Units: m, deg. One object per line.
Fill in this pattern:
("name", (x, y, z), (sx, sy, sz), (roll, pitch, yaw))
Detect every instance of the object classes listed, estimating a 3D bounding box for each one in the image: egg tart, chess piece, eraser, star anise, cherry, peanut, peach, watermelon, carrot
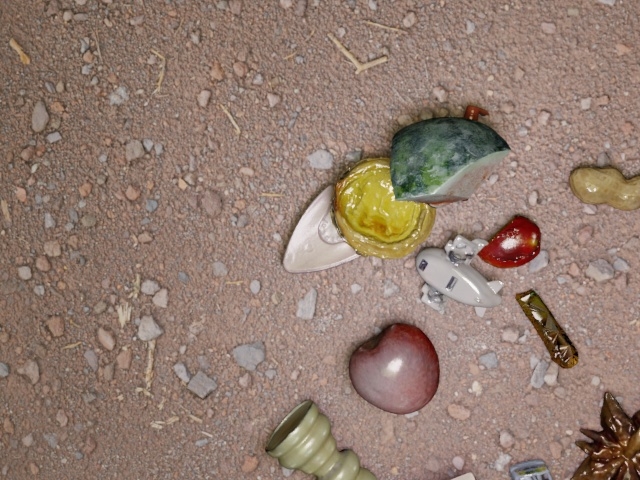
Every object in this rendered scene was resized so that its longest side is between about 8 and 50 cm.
("egg tart", (0.160, -0.082, 1.686), (0.279, 0.095, 0.278), (1, 85, -5))
("chess piece", (0.025, 0.606, 1.740), (0.182, 0.182, 0.330), (-43, 94, 8))
("eraser", (0.000, 0.000, 1.741), (0.243, 0.059, 0.204), (-38, 91, 4))
("star anise", (0.798, 0.541, 1.678), (0.349, 0.109, 0.292), (-42, 94, 7))
("cherry", (0.203, 0.343, 1.674), (0.240, 0.206, 0.239), (0, 83, 1))
("peanut", (0.744, -0.131, 1.639), (0.228, 0.085, 0.104), (13, 85, 3))
("peach", (0.488, 0.010, 1.674), (0.172, 0.092, 0.127), (-18, 95, 5))
("watermelon", (0.318, -0.186, 1.594), (0.290, 0.319, 0.213), (-11, 125, 9))
("carrot", (0.593, 0.230, 1.696), (0.069, 0.069, 0.228), (-33, 90, 8))

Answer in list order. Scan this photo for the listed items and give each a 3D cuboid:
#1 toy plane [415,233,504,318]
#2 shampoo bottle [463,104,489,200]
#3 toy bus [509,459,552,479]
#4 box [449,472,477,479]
("toy plane", (0.359, 0.097, 1.681), (0.245, 0.117, 0.244), (11, 114, 26))
("shampoo bottle", (0.369, -0.225, 1.674), (0.086, 0.085, 0.244), (15, 94, 5))
("toy bus", (0.587, 0.756, 1.702), (0.109, 0.136, 0.329), (-14, 94, 5))
("box", (0.264, 0.718, 1.705), (0.344, 0.200, 0.065), (-24, 54, 8))
